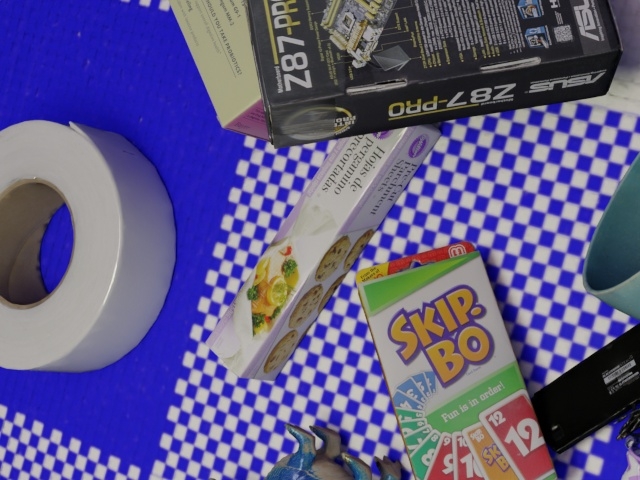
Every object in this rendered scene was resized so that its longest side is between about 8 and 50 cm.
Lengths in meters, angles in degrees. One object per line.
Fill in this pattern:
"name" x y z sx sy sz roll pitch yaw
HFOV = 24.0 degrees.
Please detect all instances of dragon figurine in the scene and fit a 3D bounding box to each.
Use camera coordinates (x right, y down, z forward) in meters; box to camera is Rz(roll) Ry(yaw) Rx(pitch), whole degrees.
"dragon figurine" 0.010 0.271 1.480 0.289 0.085 0.144 21 95 34

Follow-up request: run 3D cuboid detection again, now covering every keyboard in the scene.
"keyboard" 0.283 0.135 1.360 0.192 0.038 0.100 -38 41 25

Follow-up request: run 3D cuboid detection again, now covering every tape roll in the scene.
"tape roll" -0.302 0.008 1.716 0.286 0.100 0.286 -6 80 33

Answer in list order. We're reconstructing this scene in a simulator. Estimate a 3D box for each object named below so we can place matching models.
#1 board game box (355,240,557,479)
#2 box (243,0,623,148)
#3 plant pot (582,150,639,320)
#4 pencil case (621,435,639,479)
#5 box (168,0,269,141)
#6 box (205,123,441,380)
"board game box" 0.122 0.123 1.412 0.124 0.039 0.259 -15 63 -3
"box" 0.076 -0.298 1.396 0.318 0.097 0.395 -9 68 -5
"plant pot" 0.375 -0.023 1.198 0.195 0.290 0.290 34 105 -5
"pencil case" 0.276 0.280 1.302 0.086 0.088 0.206 18 94 30
"box" -0.020 -0.258 1.557 0.243 0.117 0.213 -35 66 26
"box" 0.000 0.000 1.538 0.063 0.067 0.324 42 105 30
